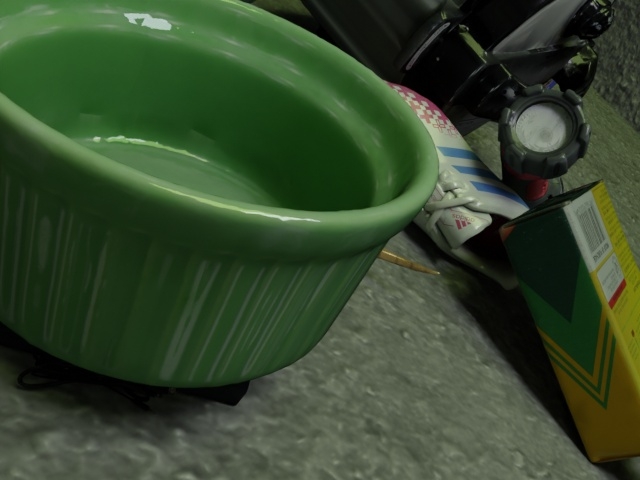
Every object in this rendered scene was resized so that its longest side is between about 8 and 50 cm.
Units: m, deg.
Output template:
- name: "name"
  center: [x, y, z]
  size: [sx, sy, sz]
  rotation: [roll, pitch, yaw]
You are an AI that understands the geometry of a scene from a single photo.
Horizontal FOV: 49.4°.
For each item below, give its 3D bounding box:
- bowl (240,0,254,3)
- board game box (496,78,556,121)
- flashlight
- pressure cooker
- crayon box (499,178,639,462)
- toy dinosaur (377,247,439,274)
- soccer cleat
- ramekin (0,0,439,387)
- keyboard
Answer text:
- name: "bowl"
  center: [-0.169, -0.436, 0.805]
  size: [0.163, 0.311, 0.311]
  rotation: [-12, 58, -35]
- name: "board game box"
  center: [0.290, -0.365, 1.339]
  size: [0.291, 0.141, 0.232]
  rotation: [0, 50, -48]
- name: "flashlight"
  center: [0.285, -0.096, 0.903]
  size: [0.103, 0.103, 0.304]
  rotation: [43, 2, 21]
- name: "pressure cooker"
  center: [0.201, -0.337, 0.968]
  size: [0.420, 0.370, 0.375]
  rotation: [52, -5, 12]
- name: "crayon box"
  center: [0.321, 0.102, 0.782]
  size: [0.202, 0.081, 0.318]
  rotation: [-19, 87, -56]
- name: "toy dinosaur"
  center: [0.000, 0.000, 0.658]
  size: [0.212, 0.064, 0.112]
  rotation: [-3, 64, -37]
- name: "soccer cleat"
  center: [0.138, -0.071, 0.824]
  size: [0.331, 0.116, 0.143]
  rotation: [37, 28, -8]
- name: "ramekin"
  center: [-0.090, -0.049, 0.459]
  size: [0.304, 0.148, 0.303]
  rotation: [18, 32, -12]
- name: "keyboard"
  center: [-0.123, 0.059, 0.454]
  size: [0.192, 0.038, 0.100]
  rotation: [21, 36, -28]
